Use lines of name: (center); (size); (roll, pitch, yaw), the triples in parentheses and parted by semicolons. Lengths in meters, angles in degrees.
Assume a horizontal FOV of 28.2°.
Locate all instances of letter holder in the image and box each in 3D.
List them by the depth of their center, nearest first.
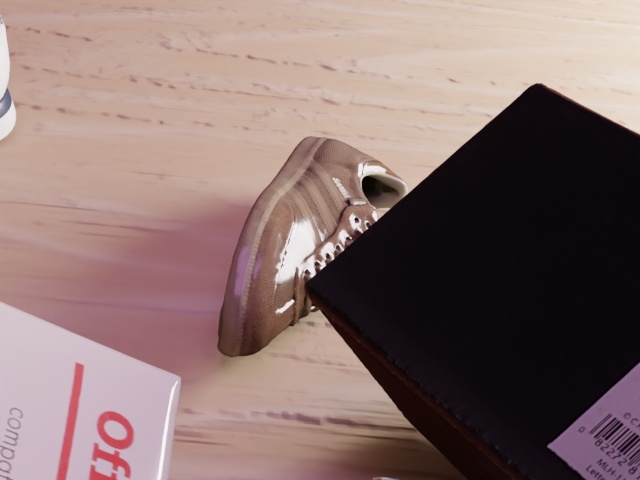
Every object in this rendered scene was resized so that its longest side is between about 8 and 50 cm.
letter holder: (0.167, 0.100, 0.543); (0.152, 0.214, 0.302); (-41, 40, -8)

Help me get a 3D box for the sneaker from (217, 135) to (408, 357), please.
sneaker: (0.000, 0.000, 0.709); (0.071, 0.066, 0.188); (15, 39, 8)

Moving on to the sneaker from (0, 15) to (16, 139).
sneaker: (-0.281, -0.078, 0.736); (0.090, 0.094, 0.235); (30, 44, 23)

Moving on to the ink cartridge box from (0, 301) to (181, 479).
ink cartridge box: (-0.165, 0.105, 0.384); (0.354, 0.119, 0.207); (26, 35, -21)

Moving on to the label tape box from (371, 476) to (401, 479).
label tape box: (0.158, 0.203, 0.326); (0.334, 0.240, 0.106); (7, 30, -1)
